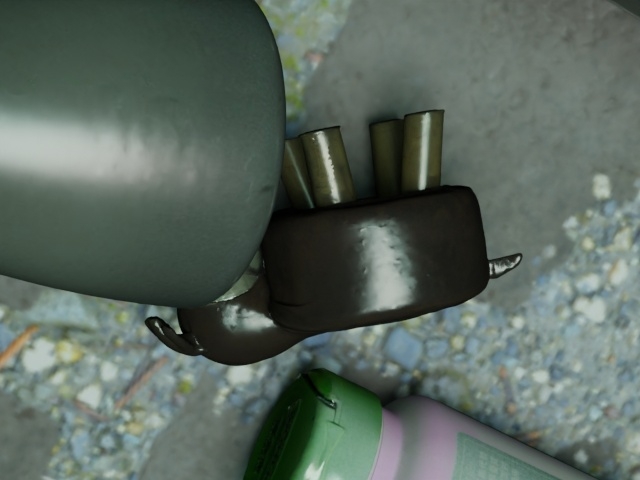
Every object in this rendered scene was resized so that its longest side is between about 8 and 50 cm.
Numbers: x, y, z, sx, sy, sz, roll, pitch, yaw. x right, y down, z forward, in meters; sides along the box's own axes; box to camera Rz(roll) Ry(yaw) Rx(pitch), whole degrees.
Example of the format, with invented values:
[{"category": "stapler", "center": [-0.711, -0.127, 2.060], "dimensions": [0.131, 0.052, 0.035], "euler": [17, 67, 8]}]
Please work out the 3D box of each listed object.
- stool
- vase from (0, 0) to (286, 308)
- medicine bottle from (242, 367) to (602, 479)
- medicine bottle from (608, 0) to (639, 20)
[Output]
[{"category": "stool", "center": [0.000, 0.000, 0.770], "dimensions": [0.217, 0.125, 0.121], "euler": [-12, 94, 13]}, {"category": "vase", "center": [-0.190, -0.059, 0.641], "dimensions": [0.321, 0.173, 0.173], "euler": [4, 106, -30]}, {"category": "medicine bottle", "center": [0.091, 0.178, 0.823], "dimensions": [0.274, 0.133, 0.133], "euler": [28, 100, -16]}, {"category": "medicine bottle", "center": [0.250, -0.200, 0.683], "dimensions": [0.238, 0.238, 0.232], "euler": [28, 101, -15]}]
